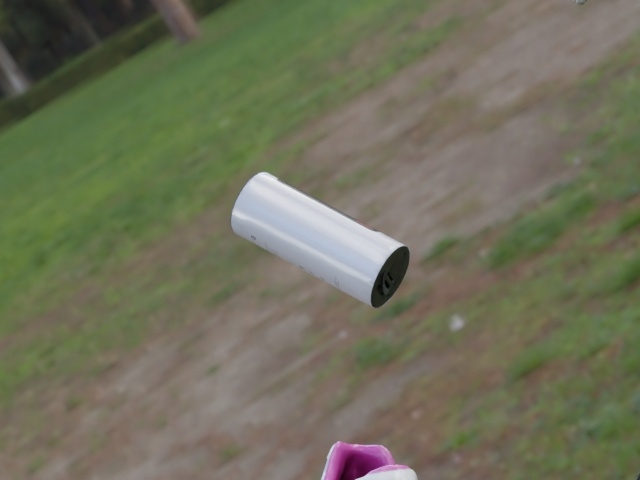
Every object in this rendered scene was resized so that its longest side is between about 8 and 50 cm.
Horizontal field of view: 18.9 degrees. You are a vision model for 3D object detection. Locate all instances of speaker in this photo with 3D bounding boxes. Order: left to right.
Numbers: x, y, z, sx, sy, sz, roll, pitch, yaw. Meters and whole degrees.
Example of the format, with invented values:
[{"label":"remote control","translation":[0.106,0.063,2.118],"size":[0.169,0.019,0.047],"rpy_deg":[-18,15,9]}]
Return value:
[{"label":"speaker","translation":[0.000,0.000,1.477],"size":[0.055,0.136,0.055],"rpy_deg":[-45,-29,-34]}]

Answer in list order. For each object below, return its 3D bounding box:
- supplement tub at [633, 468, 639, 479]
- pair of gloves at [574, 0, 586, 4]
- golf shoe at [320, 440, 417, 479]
[{"label":"supplement tub","translation":[0.364,0.149,1.423],"size":[0.338,0.207,0.207],"rpy_deg":[-58,18,-16]},{"label":"pair of gloves","translation":[0.207,-0.272,1.326],"size":[0.204,0.240,0.042],"rpy_deg":[-31,-31,-2]},{"label":"golf shoe","translation":[0.046,0.245,1.399],"size":[0.115,0.140,0.306],"rpy_deg":[6,12,-20]}]
